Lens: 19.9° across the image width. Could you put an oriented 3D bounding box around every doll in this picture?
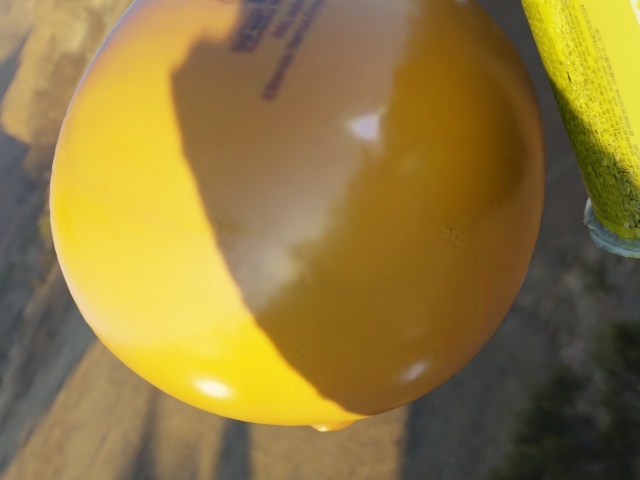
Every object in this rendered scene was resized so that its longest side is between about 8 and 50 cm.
[{"bbox_3d":[0.000,0.000,0.771,0.213,0.213,0.236,-74,-22,-47],"label":"doll"}]

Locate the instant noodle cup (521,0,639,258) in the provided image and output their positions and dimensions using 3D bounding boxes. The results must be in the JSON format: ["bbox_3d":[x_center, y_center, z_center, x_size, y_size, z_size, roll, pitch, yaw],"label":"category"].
[{"bbox_3d":[0.153,-0.103,0.644,0.205,0.153,0.205,-28,14,8],"label":"instant noodle cup"}]
